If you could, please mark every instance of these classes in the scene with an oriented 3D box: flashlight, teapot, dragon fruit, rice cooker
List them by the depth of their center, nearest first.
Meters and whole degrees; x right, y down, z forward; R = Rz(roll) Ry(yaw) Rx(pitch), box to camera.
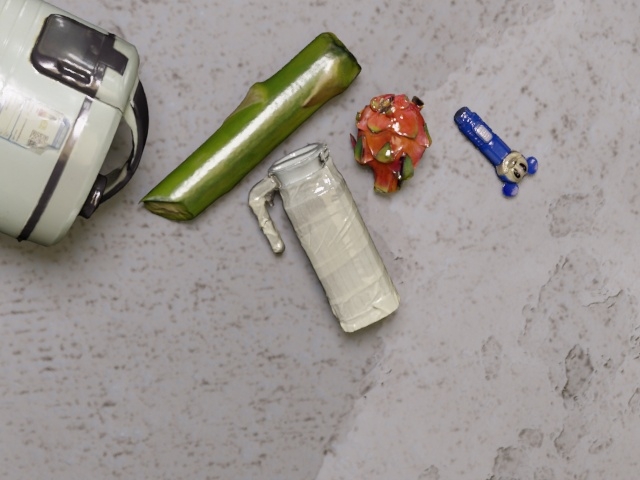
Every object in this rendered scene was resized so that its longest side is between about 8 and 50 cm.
[{"bbox_3d":[-0.280,-0.121,0.959,0.244,0.226,0.226,26,91,-16],"label":"rice cooker"},{"bbox_3d":[0.000,0.000,1.139,0.107,0.077,0.200,-23,106,8],"label":"teapot"},{"bbox_3d":[0.077,-0.104,1.141,0.081,0.086,0.116,-30,120,-50],"label":"dragon fruit"},{"bbox_3d":[0.200,-0.106,1.199,0.121,0.035,0.057,44,86,-19],"label":"flashlight"}]

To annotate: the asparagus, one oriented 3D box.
[{"bbox_3d":[-0.071,-0.114,1.103,0.277,0.060,0.067,-45,119,-5],"label":"asparagus"}]
